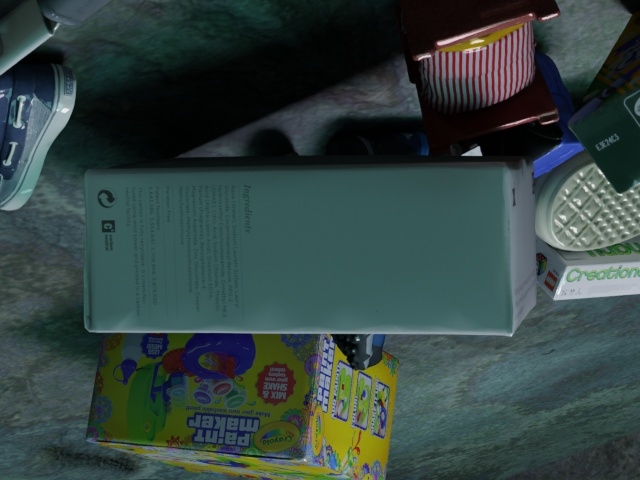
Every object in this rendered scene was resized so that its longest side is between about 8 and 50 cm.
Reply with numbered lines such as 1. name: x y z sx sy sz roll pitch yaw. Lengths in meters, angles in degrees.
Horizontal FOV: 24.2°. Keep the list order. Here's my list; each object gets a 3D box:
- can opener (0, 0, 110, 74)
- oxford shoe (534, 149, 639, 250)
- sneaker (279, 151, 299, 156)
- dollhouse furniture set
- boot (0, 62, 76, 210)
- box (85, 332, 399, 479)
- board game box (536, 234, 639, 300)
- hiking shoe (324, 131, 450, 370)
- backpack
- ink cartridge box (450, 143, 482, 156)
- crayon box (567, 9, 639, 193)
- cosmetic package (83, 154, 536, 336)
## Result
1. can opener: -0.199 -0.201 1.084 0.283 0.076 0.095 -31 155 31
2. oxford shoe: 0.400 -0.089 1.703 0.449 0.130 0.169 -10 117 -28
3. sneaker: -0.084 0.000 1.618 0.153 0.099 0.282 -14 161 -9
4. dollhouse furniture set: 0.237 -0.224 1.212 0.374 0.152 0.201 -17 158 5
5. boot: -0.285 -0.095 1.313 0.086 0.069 0.190 5 143 -28
6. box: -0.089 0.198 1.863 0.290 0.177 0.279 2 166 22
7. board game box: 0.352 -0.010 1.764 0.305 0.193 0.053 -3 124 -29
8. hiking shoe: 0.077 0.017 1.623 0.132 0.113 0.304 -13 131 -20
9. backpack: 0.201 -0.126 1.476 0.098 0.120 0.101 -32 163 30
10. ink cartridge box: 0.142 -0.087 1.653 0.115 0.029 0.063 -27 155 25
11. crayon box: 0.358 -0.184 1.335 0.203 0.083 0.323 -31 -169 35
12. cosmetic package: 0.000 0.000 1.373 0.385 0.156 0.217 1 -175 16
